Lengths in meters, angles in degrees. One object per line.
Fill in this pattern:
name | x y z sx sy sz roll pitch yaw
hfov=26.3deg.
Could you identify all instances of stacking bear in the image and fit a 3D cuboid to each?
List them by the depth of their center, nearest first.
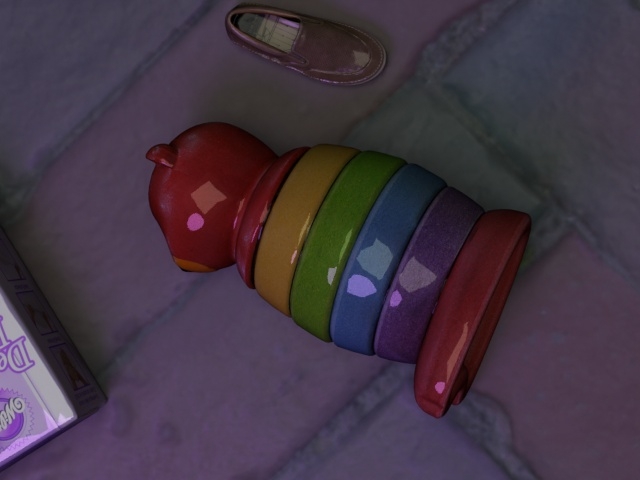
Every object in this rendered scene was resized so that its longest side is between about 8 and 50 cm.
stacking bear | 0.000 0.000 1.059 0.289 0.175 0.164 23 94 12

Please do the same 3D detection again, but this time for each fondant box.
fondant box | -0.366 0.061 1.117 0.238 0.096 0.330 -32 88 4

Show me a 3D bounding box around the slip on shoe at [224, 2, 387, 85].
slip on shoe | -0.013 -0.162 1.112 0.135 0.041 0.051 21 91 5
